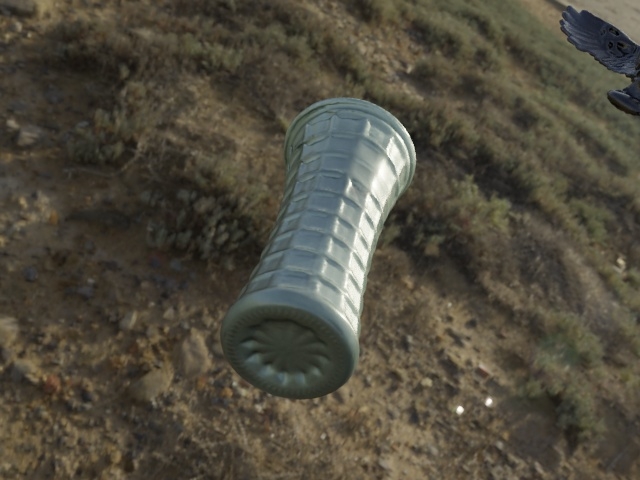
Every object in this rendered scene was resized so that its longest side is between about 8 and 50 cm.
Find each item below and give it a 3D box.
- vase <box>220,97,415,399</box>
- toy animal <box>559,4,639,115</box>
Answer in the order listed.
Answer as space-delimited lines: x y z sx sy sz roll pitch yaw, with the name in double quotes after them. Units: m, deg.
0.000 0.000 0.760 0.143 0.143 0.299 23 38 -4 "vase"
0.261 -0.126 0.622 0.220 0.062 0.108 39 33 28 "toy animal"
